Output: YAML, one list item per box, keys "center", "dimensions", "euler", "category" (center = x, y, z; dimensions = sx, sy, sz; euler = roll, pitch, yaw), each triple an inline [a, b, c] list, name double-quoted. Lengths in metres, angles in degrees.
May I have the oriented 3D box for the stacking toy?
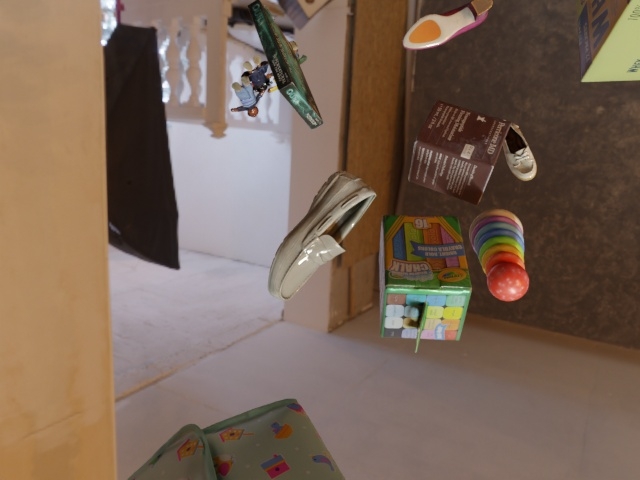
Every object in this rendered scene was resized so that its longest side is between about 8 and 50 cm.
- center: [0.452, 0.044, 1.233]
  dimensions: [0.141, 0.141, 0.330]
  euler: [5, -153, 9]
  category: "stacking toy"

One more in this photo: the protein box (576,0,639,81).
- center: [0.426, -0.293, 0.558]
  dimensions: [0.201, 0.136, 0.200]
  euler: [1, 166, 10]
  category: "protein box"

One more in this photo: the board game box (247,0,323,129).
- center: [-0.056, -0.285, 0.815]
  dimensions: [0.026, 0.186, 0.126]
  euler: [-26, 156, 14]
  category: "board game box"

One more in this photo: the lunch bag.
- center: [-0.106, 0.340, 0.613]
  dimensions: [0.262, 0.160, 0.223]
  euler: [-9, -155, -22]
  category: "lunch bag"

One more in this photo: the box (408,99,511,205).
- center: [0.363, -0.233, 1.321]
  dimensions: [0.203, 0.168, 0.167]
  euler: [22, 152, 15]
  category: "box"

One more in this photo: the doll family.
- center: [-0.109, -0.332, 1.050]
  dimensions: [0.193, 0.076, 0.111]
  euler: [-22, 166, -2]
  category: "doll family"

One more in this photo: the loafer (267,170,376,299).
- center: [0.000, 0.000, 1.077]
  dimensions: [0.111, 0.319, 0.112]
  euler: [35, -176, 30]
  category: "loafer"

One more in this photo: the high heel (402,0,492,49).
- center: [0.322, -0.556, 1.302]
  dimensions: [0.244, 0.082, 0.117]
  euler: [-31, -176, 5]
  category: "high heel"

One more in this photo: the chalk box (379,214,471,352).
- center: [0.223, 0.103, 1.096]
  dimensions: [0.179, 0.180, 0.289]
  euler: [1, -135, 4]
  category: "chalk box"

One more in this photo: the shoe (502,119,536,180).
- center: [0.604, -0.283, 1.546]
  dimensions: [0.077, 0.219, 0.058]
  euler: [-25, 149, 25]
  category: "shoe"
